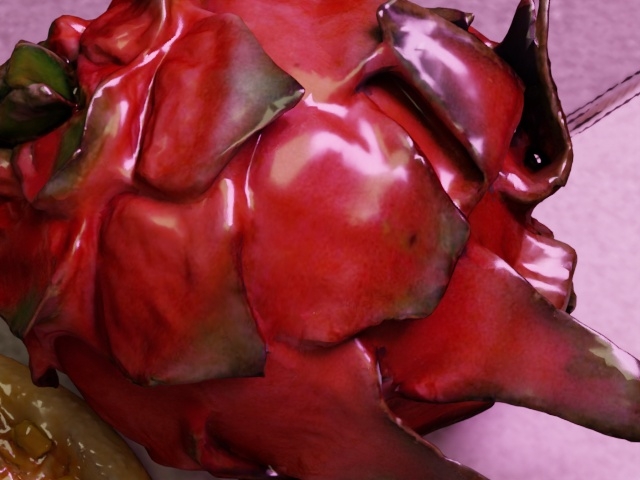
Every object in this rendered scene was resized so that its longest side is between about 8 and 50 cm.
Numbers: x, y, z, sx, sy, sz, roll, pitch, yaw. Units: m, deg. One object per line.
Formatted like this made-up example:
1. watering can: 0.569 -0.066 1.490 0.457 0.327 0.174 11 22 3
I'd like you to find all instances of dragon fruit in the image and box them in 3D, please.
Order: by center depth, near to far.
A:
1. dragon fruit: 0.000 0.000 0.512 0.274 0.193 0.192 24 65 -13

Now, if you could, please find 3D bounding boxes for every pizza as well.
1. pizza: -0.124 0.115 0.530 0.131 0.041 0.178 -24 63 -10
